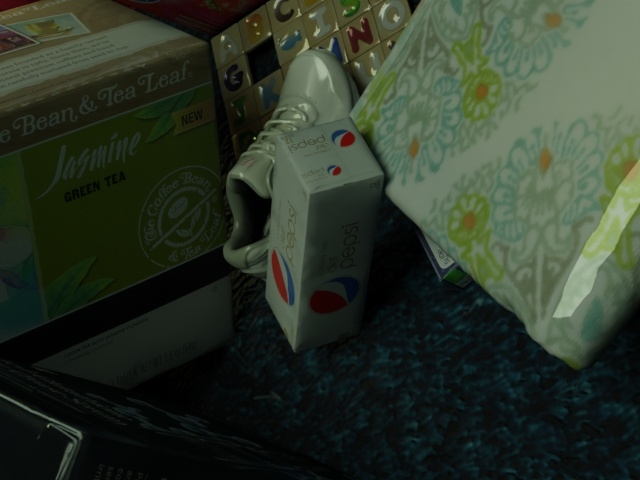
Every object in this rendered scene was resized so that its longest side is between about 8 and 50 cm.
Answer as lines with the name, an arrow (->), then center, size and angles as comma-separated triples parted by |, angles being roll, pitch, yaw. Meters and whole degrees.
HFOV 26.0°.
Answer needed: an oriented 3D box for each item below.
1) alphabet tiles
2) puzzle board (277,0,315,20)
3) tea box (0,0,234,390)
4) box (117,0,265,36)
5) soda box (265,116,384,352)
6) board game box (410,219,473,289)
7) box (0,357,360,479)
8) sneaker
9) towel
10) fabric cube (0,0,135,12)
alphabet tiles -> -0.005, -0.172, 1.368 | 0.237, 0.009, 0.198 | -29, 62, 31
puzzle board -> -0.010, -0.299, 1.426 | 0.096, 0.011, 0.128 | -26, 59, 33
tea box -> -0.279, -0.019, 1.261 | 0.220, 0.329, 0.323 | 28, 133, 43
box -> -0.170, -0.316, 1.393 | 0.128, 0.257, 0.122 | -27, 59, 41
soda box -> 0.000, 0.000, 1.187 | 0.216, 0.069, 0.074 | 95, 153, -49
board game box -> 0.124, -0.076, 1.214 | 0.136, 0.035, 0.201 | -40, 53, 23
box -> -0.165, 0.239, 1.105 | 0.294, 0.395, 0.211 | 16, 85, 42
sneaker -> -0.031, -0.071, 1.282 | 0.090, 0.115, 0.232 | 6, 83, 39
towel -> 0.186, -0.125, 1.050 | 0.320, 0.090, 0.374 | -59, 35, 13
fabric cube -> -0.373, -0.358, 1.592 | 0.259, 0.258, 0.254 | 5, 79, 41
